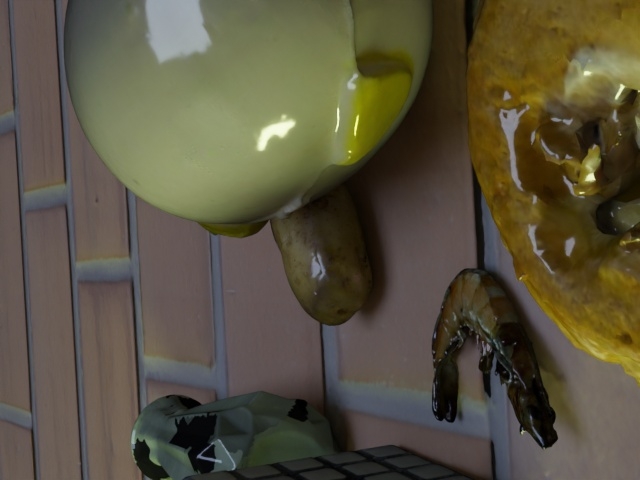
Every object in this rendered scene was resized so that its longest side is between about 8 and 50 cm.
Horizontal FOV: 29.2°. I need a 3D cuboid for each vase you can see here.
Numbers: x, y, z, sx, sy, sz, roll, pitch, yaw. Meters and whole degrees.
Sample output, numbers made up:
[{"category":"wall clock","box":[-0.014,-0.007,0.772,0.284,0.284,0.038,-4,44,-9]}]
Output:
[{"category":"vase","box":[-0.111,0.243,1.393,0.360,0.165,0.165,-5,89,64]}]

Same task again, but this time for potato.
[{"category":"potato","box":[0.000,0.000,1.232,0.107,0.080,0.170,118,142,-54]}]

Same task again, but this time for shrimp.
[{"category":"shrimp","box":[0.138,0.124,1.041,0.148,0.035,0.195,-63,34,38]}]

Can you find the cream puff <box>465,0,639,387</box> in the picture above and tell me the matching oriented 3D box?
[{"category":"cream puff","box":[0.236,-0.076,0.652,0.327,0.231,0.343,-39,66,61]}]

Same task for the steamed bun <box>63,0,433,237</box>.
[{"category":"steamed bun","box":[-0.069,-0.182,1.103,0.374,0.334,0.334,-31,66,57]}]

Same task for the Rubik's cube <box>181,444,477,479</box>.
[{"category":"Rubik's cube","box":[0.023,0.324,1.063,0.237,0.238,0.237,11,104,61]}]
